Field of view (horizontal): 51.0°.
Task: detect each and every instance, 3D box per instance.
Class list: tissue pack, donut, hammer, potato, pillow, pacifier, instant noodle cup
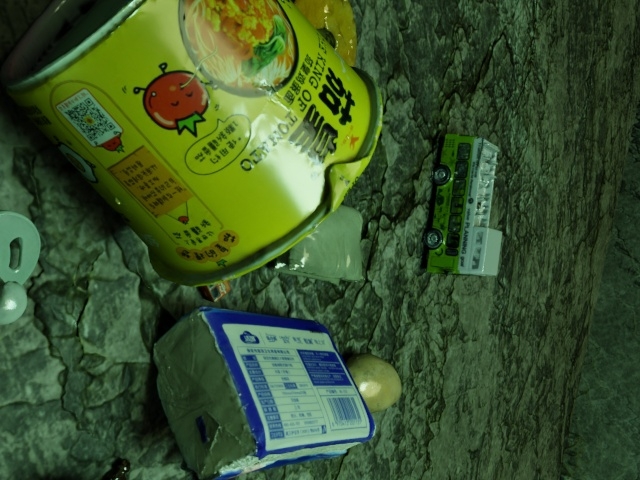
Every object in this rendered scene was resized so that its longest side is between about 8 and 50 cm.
[{"bbox_3d":[-0.073,0.207,0.903,0.137,0.209,0.269,-42,151,21],"label":"tissue pack"},{"bbox_3d":[-0.016,-0.295,1.001,0.178,0.065,0.162,-1,103,-55],"label":"donut"},{"bbox_3d":[-0.225,0.345,0.877,0.065,0.021,0.178,-61,142,-25],"label":"hammer"},{"bbox_3d":[0.083,0.259,1.212,0.147,0.112,0.112,8,90,-47],"label":"potato"},{"bbox_3d":[0.000,0.000,1.068,0.181,0.077,0.134,13,83,-51],"label":"pillow"},{"bbox_3d":[-0.316,0.043,0.616,0.150,0.116,0.127,-17,136,-55],"label":"pacifier"},{"bbox_3d":[-0.133,-0.153,0.680,0.254,0.325,0.326,49,58,-36],"label":"instant noodle cup"}]

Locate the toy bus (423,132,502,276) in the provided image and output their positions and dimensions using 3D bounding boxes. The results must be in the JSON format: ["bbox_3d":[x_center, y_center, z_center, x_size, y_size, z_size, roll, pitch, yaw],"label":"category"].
[{"bbox_3d":[0.310,-0.070,1.422,0.113,0.139,0.302,8,88,-56],"label":"toy bus"}]

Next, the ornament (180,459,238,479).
[{"bbox_3d":[-0.139,0.356,0.960,0.081,0.088,0.203,-74,164,-53],"label":"ornament"}]

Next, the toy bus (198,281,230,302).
[{"bbox_3d":[-0.156,0.031,0.899,0.043,0.031,0.110,-42,129,-33],"label":"toy bus"}]
